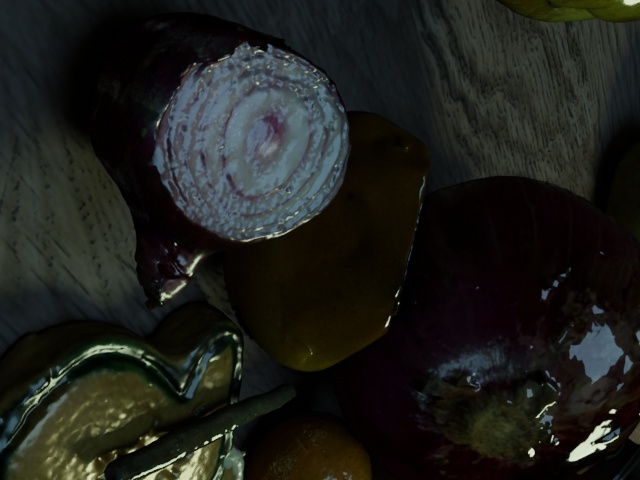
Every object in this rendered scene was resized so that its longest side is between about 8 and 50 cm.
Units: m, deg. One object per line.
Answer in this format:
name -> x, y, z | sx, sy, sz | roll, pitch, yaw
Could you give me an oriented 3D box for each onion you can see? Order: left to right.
onion -> -0.093, -0.056, 0.793 | 0.195, 0.139, 0.218 | 19, 96, -51
onion -> 0.175, 0.072, 1.107 | 0.385, 0.347, 0.348 | -83, 175, -58

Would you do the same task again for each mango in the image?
mango -> 0.000, 0.000, 0.933 | 0.136, 0.166, 0.236 | -35, 139, -77

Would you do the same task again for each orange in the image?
orange -> -0.008, 0.243, 1.111 | 0.135, 0.117, 0.136 | -35, 135, -45

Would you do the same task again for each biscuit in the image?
biscuit -> -0.160, 0.185, 0.928 | 0.287, 0.057, 0.344 | -50, 143, -19

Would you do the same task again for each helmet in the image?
helmet -> 0.435, 0.402, 1.719 | 0.189, 0.193, 0.216 | -31, 147, -42

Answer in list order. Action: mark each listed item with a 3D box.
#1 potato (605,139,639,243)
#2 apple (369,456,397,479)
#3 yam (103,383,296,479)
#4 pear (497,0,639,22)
potato -> 0.543, -0.008, 1.572 | 0.269, 0.219, 0.359 | -22, 130, -11
apple -> 0.123, 0.349, 1.241 | 0.264, 0.264, 0.264 | -30, 133, -39
yam -> -0.096, 0.161, 0.931 | 0.234, 0.029, 0.027 | -18, 149, -52
pear -> 0.238, -0.327, 0.915 | 0.304, 0.304, 0.304 | -30, 133, -39
